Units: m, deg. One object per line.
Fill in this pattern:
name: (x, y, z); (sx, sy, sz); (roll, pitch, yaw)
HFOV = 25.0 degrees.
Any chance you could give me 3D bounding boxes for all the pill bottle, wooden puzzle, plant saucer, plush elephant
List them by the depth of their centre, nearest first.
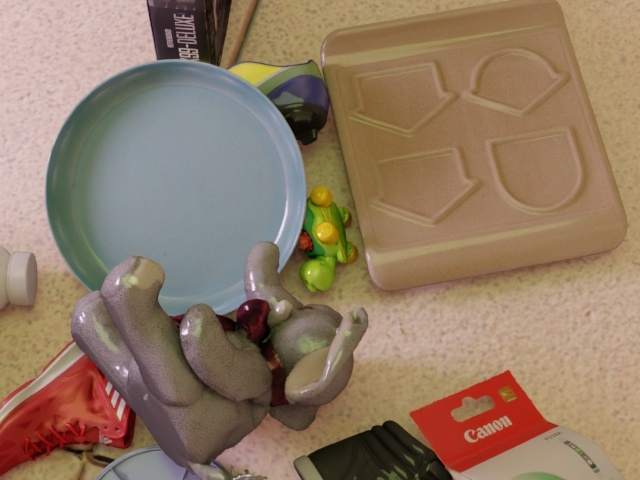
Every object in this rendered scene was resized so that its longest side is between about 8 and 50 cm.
plush elephant: (-0.079, 0.121, 1.595); (0.255, 0.272, 0.330); (-33, 83, -23)
pill bottle: (-0.415, 0.045, 1.738); (0.137, 0.078, 0.078); (2, 66, 0)
plant saucer: (-0.173, -0.058, 1.747); (0.318, 0.044, 0.317); (0, 92, 5)
wooden puzzle: (0.186, -0.120, 1.821); (0.322, 0.080, 0.347); (-10, 71, -4)

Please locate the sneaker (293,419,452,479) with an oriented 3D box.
sneaker: (0.107, 0.323, 1.599); (0.147, 0.104, 0.295); (-33, 66, -9)

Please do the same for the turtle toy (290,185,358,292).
turtle toy: (0.000, 0.000, 1.761); (0.066, 0.095, 0.130); (-16, 64, 16)

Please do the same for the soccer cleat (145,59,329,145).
soccer cleat: (-0.132, -0.169, 1.825); (0.289, 0.093, 0.121); (-6, 59, 6)

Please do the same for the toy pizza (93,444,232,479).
toy pizza: (-0.178, 0.331, 1.636); (0.201, 0.032, 0.201); (0, 67, 0)

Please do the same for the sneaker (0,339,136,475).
sneaker: (-0.296, 0.219, 1.658); (0.128, 0.087, 0.221); (36, 72, 16)

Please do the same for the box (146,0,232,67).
box: (-0.150, -0.382, 1.843); (0.077, 0.242, 0.307); (8, 67, 3)

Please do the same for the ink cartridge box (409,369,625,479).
ink cartridge box: (0.232, 0.247, 1.623); (0.181, 0.056, 0.224); (-16, 65, -41)
